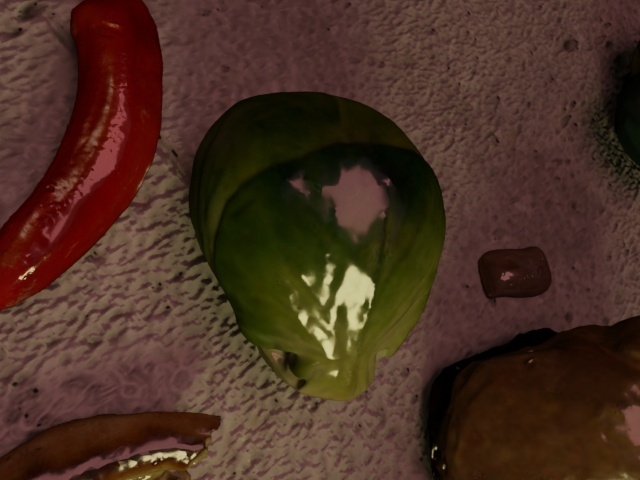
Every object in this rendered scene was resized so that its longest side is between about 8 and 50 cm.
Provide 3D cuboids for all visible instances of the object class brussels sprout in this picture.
[{"bbox_3d":[0.000,0.000,0.595,0.219,0.210,0.272,-6,95,-22],"label":"brussels sprout"}]

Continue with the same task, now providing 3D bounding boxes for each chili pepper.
[{"bbox_3d":[-0.213,-0.102,0.578,0.136,0.092,0.369,13,68,-11],"label":"chili pepper"}]

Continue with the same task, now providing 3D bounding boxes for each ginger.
[{"bbox_3d":[0.273,0.197,0.666,0.269,0.223,0.201,-15,92,-33],"label":"ginger"}]

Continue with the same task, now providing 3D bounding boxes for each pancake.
[{"bbox_3d":[-0.210,0.236,0.507,0.212,0.056,0.258,24,68,-19],"label":"pancake"}]

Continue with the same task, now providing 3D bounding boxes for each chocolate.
[{"bbox_3d":[0.241,0.036,0.795,0.100,0.031,0.065,0,72,-25],"label":"chocolate"}]

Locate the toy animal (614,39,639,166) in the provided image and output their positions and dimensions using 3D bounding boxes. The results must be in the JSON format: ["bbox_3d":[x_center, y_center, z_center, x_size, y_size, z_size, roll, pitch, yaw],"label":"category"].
[{"bbox_3d":[0.531,-0.229,0.920,0.191,0.216,0.338,34,65,16],"label":"toy animal"}]
